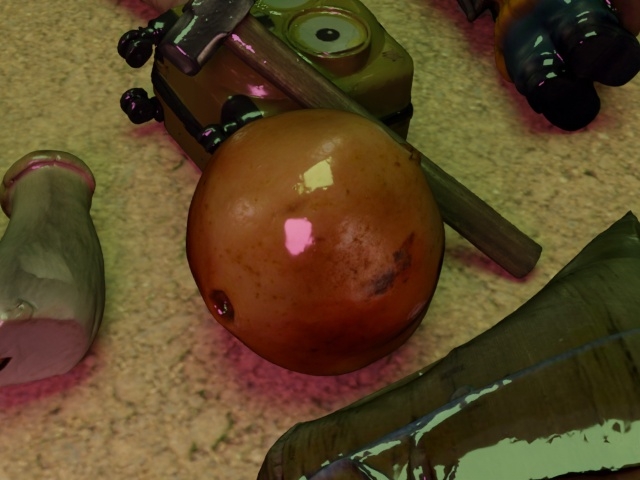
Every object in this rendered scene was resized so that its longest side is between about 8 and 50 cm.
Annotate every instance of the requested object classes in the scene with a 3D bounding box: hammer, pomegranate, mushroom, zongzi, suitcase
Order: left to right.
[{"bbox_3d":[-0.221,0.027,1.077,0.108,0.096,0.247,27,30,-19],"label":"mushroom"},{"bbox_3d":[-0.042,-0.147,1.238,0.234,0.143,0.194,-22,49,-25],"label":"suitcase"},{"bbox_3d":[-0.006,0.002,1.047,0.209,0.209,0.209,2,43,-2],"label":"pomegranate"},{"bbox_3d":[0.039,-0.091,1.136,0.365,0.043,0.111,38,74,-9],"label":"hammer"},{"bbox_3d":[0.119,0.113,0.969,0.355,0.174,0.393,-8,34,-3],"label":"zongzi"}]

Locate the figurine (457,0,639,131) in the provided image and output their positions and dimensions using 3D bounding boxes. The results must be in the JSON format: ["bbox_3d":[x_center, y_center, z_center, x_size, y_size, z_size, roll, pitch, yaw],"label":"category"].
[{"bbox_3d":[0.201,-0.275,1.364,0.204,0.185,0.332,31,33,-23],"label":"figurine"}]

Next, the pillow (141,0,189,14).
[{"bbox_3d":[-0.132,-0.311,1.452,0.223,0.084,0.236,-33,50,-31],"label":"pillow"}]
